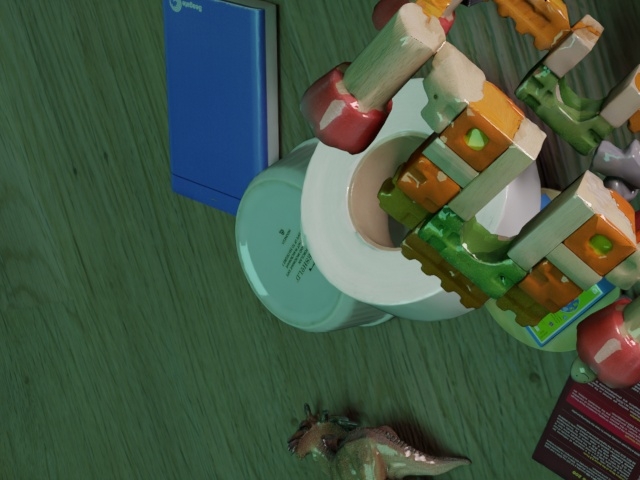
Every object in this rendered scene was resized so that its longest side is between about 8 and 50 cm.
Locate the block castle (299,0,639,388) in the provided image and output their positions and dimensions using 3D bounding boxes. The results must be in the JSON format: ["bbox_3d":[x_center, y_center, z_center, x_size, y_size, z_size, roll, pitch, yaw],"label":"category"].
[{"bbox_3d":[0.216,-0.079,1.625,0.453,0.303,0.213,41,130,-5],"label":"block castle"}]

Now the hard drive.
[{"bbox_3d":[-0.144,-0.199,2.252,0.210,0.040,0.318,21,121,41],"label":"hard drive"}]

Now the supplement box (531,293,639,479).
[{"bbox_3d":[0.355,0.197,1.852,0.130,0.073,0.239,34,129,21],"label":"supplement box"}]

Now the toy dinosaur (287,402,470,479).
[{"bbox_3d":[0.060,0.306,2.196,0.296,0.127,0.200,-24,82,44],"label":"toy dinosaur"}]

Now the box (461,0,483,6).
[{"bbox_3d":[0.125,-0.402,1.798,0.270,0.143,0.165,32,130,34],"label":"box"}]

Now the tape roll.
[{"bbox_3d":[0.118,-0.047,1.887,0.286,0.100,0.286,-9,71,29],"label":"tape roll"}]

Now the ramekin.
[{"bbox_3d":[0.000,0.000,2.117,0.273,0.127,0.272,21,120,41],"label":"ramekin"}]

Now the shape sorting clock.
[{"bbox_3d":[0.275,0.035,1.902,0.206,0.040,0.206,17,117,37],"label":"shape sorting clock"}]
